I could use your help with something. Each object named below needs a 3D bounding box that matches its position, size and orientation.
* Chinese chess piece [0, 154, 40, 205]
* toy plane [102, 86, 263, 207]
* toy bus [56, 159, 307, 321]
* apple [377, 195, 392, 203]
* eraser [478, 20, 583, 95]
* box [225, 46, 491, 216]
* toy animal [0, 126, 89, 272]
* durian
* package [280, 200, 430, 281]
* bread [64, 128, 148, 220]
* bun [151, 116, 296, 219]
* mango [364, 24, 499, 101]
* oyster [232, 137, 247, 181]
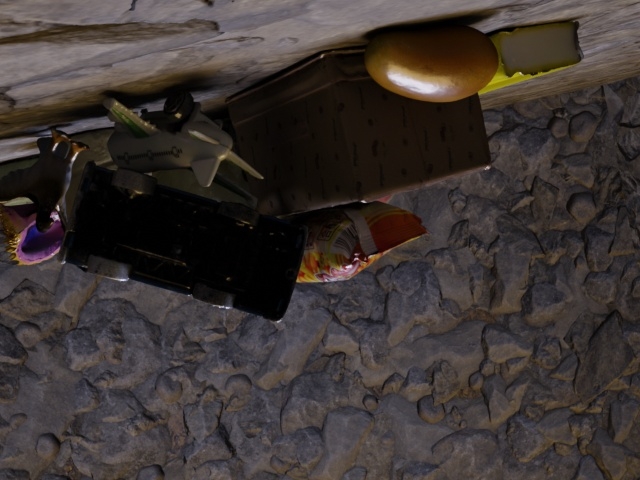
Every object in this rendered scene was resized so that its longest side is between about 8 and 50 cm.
[{"bbox_3d":[-0.493,-0.111,1.432,0.189,0.083,0.188,-10,-175,1],"label":"Chinese chess piece"},{"bbox_3d":[-0.187,-0.124,0.991,0.255,0.101,0.251,13,165,44],"label":"toy plane"},{"bbox_3d":[-0.170,0.005,1.020,0.288,0.138,0.175,16,177,-5],"label":"toy bus"},{"bbox_3d":[0.021,-0.173,1.819,0.345,0.269,0.345,-23,168,-5],"label":"apple"},{"bbox_3d":[0.253,-0.260,1.176,0.158,0.069,0.226,-17,-174,-27],"label":"eraser"},{"bbox_3d":[0.043,-0.148,1.094,0.225,0.190,0.297,-16,-174,-30],"label":"box"},{"bbox_3d":[-0.379,-0.075,1.058,0.273,0.160,0.197,29,168,-31],"label":"toy animal"},{"bbox_3d":[-0.552,-0.066,1.590,0.261,0.186,0.153,-17,156,-46],"label":"durian"},{"bbox_3d":[0.003,-0.002,1.212,0.288,0.108,0.223,-1,-163,37],"label":"package"},{"bbox_3d":[-0.345,-0.097,1.243,0.148,0.141,0.134,-16,-173,-33],"label":"bread"},{"bbox_3d":[-0.175,-0.100,1.427,0.349,0.227,0.352,-21,-162,44],"label":"bun"},{"bbox_3d":[0.127,-0.204,0.912,0.184,0.084,0.102,-9,169,-33],"label":"mango"},{"bbox_3d":[-0.059,-0.162,1.259,0.191,0.163,0.081,-38,172,-9],"label":"oyster"}]
